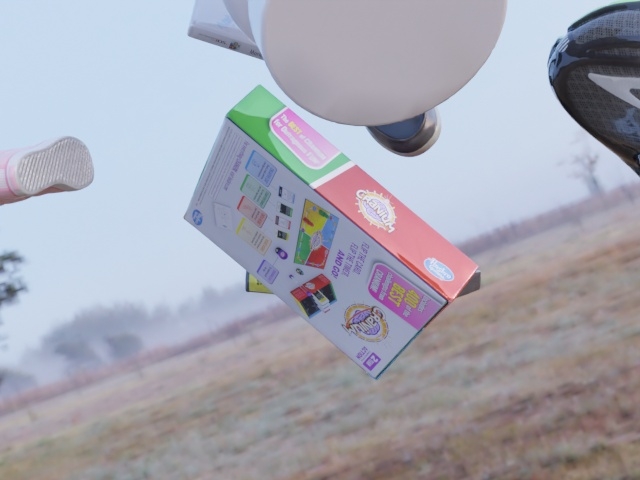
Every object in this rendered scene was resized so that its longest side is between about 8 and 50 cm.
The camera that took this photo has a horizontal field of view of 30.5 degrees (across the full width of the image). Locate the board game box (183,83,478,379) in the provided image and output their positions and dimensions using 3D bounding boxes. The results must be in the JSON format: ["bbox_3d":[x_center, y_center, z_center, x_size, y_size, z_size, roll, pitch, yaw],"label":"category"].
[{"bbox_3d":[0.000,0.000,1.363,0.064,0.316,0.242,-47,-5,-32],"label":"board game box"}]

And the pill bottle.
[{"bbox_3d":[0.009,-0.261,0.908,0.210,0.363,0.210,-8,-49,-9],"label":"pill bottle"}]

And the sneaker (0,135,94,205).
[{"bbox_3d":[-0.257,-0.061,1.030,0.070,0.051,0.134,-8,7,20],"label":"sneaker"}]

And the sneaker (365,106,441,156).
[{"bbox_3d":[0.048,-0.189,1.334,0.083,0.222,0.118,-41,-37,10],"label":"sneaker"}]

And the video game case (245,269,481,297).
[{"bbox_3d":[0.066,0.055,1.618,0.248,0.035,0.275,4,4,22],"label":"video game case"}]

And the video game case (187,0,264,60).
[{"bbox_3d":[-0.049,-0.230,1.144,0.143,0.157,0.019,16,-44,-11],"label":"video game case"}]

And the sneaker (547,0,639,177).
[{"bbox_3d":[0.353,-0.020,0.939,0.202,0.483,0.185,-23,-29,-36],"label":"sneaker"}]
